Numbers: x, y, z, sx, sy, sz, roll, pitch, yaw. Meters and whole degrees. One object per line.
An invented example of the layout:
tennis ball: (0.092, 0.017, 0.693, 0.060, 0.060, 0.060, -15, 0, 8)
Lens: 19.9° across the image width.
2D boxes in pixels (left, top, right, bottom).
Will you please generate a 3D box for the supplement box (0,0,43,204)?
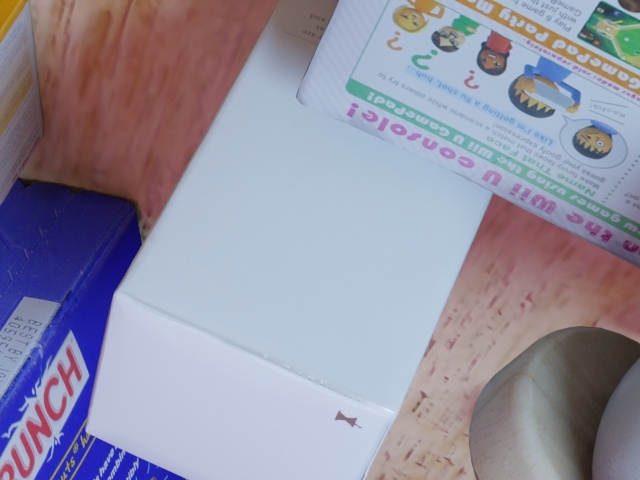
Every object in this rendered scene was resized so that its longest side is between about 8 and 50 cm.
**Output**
supplement box: (-0.153, -0.062, 0.804, 0.036, 0.062, 0.098, 18, 143, 10)

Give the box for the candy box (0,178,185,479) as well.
candy box: (-0.169, 0.171, 0.894, 0.122, 0.268, 0.317, 11, 132, 17)

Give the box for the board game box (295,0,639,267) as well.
board game box: (0.145, -0.105, 0.532, 0.224, 0.097, 0.303, 27, 144, -2)

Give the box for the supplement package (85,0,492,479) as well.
supplement package: (0.000, 0.000, 0.684, 0.105, 0.179, 0.105, 25, 144, 2)

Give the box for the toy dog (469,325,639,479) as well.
toy dog: (0.209, 0.119, 0.578, 0.334, 0.161, 0.220, 13, 146, -1)
